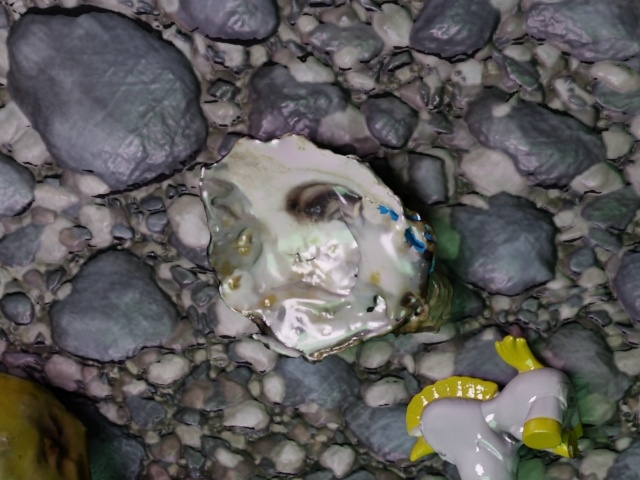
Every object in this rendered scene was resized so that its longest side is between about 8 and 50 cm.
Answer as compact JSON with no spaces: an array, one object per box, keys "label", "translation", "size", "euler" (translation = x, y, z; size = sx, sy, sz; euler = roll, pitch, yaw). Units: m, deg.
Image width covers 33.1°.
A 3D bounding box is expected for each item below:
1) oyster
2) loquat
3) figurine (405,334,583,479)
[{"label":"oyster","translation":[0.000,0.000,0.979],"size":[0.214,0.083,0.222],"euler":[-10,107,13]},{"label":"loquat","translation":[-0.361,0.244,1.096],"size":[0.246,0.213,0.213],"euler":[-21,110,15]},{"label":"figurine","translation":[0.164,0.178,1.035],"size":[0.178,0.109,0.129],"euler":[-37,77,25]}]
